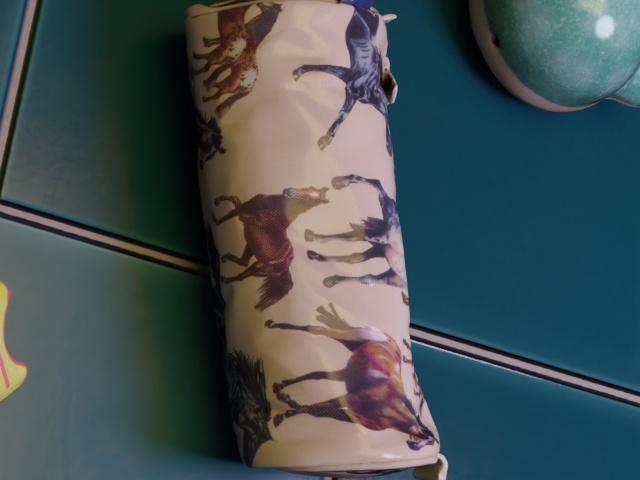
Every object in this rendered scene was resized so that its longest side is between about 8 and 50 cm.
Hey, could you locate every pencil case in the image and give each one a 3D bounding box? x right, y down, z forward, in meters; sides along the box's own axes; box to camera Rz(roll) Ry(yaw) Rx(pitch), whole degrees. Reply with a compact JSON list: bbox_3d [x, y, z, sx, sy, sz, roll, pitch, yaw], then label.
[{"bbox_3d":[0.000,0.000,1.571,0.184,0.160,0.410,-5,81,-15],"label":"pencil case"}]

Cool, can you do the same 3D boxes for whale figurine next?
[{"bbox_3d":[0.267,-0.228,1.783,0.272,0.141,0.216,-23,91,-32],"label":"whale figurine"}]

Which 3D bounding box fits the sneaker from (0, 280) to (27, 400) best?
[{"bbox_3d":[-0.281,0.033,1.460,0.094,0.081,0.208,-19,95,-38],"label":"sneaker"}]
